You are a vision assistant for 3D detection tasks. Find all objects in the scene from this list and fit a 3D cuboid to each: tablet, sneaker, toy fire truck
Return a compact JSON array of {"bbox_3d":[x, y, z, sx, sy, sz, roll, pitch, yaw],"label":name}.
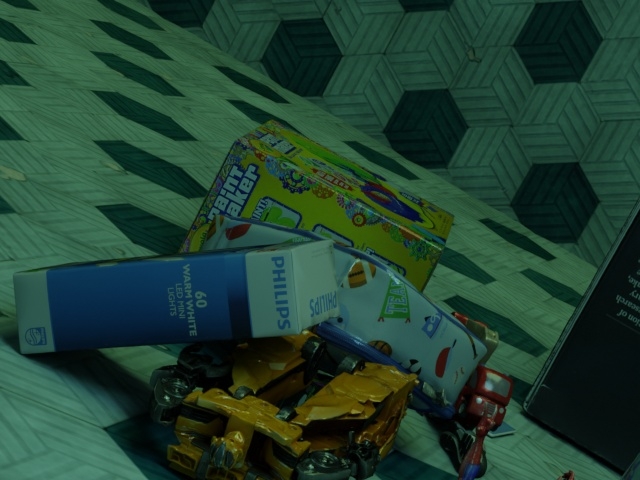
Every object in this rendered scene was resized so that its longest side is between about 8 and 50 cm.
[{"bbox_3d":[0.201,0.219,2.082,0.054,0.006,0.083,34,13,24],"label":"tablet"},{"bbox_3d":[0.165,0.228,1.872,0.043,0.040,0.109,27,12,-17],"label":"sneaker"},{"bbox_3d":[0.172,0.147,1.969,0.047,0.135,0.192,24,-13,-14],"label":"toy fire truck"}]

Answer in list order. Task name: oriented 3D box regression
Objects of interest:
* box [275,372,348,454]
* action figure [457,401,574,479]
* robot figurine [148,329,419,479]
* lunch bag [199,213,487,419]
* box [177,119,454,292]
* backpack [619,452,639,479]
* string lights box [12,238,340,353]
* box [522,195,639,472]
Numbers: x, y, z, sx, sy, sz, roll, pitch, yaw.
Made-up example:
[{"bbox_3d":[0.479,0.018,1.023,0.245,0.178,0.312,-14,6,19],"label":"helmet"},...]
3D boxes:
[{"bbox_3d":[0.008,0.172,1.711,0.062,0.052,0.083,18,16,-42],"label":"box"},{"bbox_3d":[0.211,0.244,1.688,0.091,0.139,0.280,35,16,37],"label":"action figure"},{"bbox_3d":[-0.029,0.155,1.520,0.211,0.085,0.291,23,21,17],"label":"robot figurine"},{"bbox_3d":[0.019,0.084,1.805,0.303,0.115,0.243,22,-12,39],"label":"lunch bag"},{"bbox_3d":[0.000,0.000,2.147,0.279,0.177,0.290,27,11,1],"label":"box"},{"bbox_3d":[0.426,0.276,1.823,0.191,0.225,0.253,33,7,0],"label":"backpack"},{"bbox_3d":[-0.126,0.051,1.543,0.259,0.077,0.133,-5,2,16],"label":"string lights box"},{"bbox_3d":[0.547,0.076,2.352,0.297,0.472,0.480,32,12,15],"label":"box"}]
